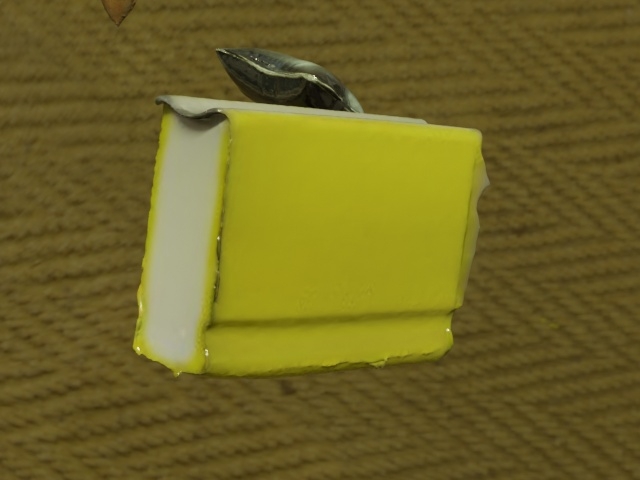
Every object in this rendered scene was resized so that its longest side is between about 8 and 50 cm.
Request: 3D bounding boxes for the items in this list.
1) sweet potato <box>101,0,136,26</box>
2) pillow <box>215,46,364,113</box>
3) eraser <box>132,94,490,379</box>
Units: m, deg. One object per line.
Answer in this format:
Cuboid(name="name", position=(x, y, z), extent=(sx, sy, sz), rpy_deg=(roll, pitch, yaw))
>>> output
Cuboid(name="sweet potato", position=(-0.223, -0.342, 1.453), extent=(0.068, 0.060, 0.206), rpy_deg=(0, 91, -43))
Cuboid(name="pillow", position=(-0.025, -0.136, 1.138), extent=(0.091, 0.135, 0.055), rpy_deg=(-3, 112, -47))
Cuboid(name="eraser", position=(0.000, 0.000, 0.776), extent=(0.226, 0.069, 0.158), rpy_deg=(-1, 99, -43))
